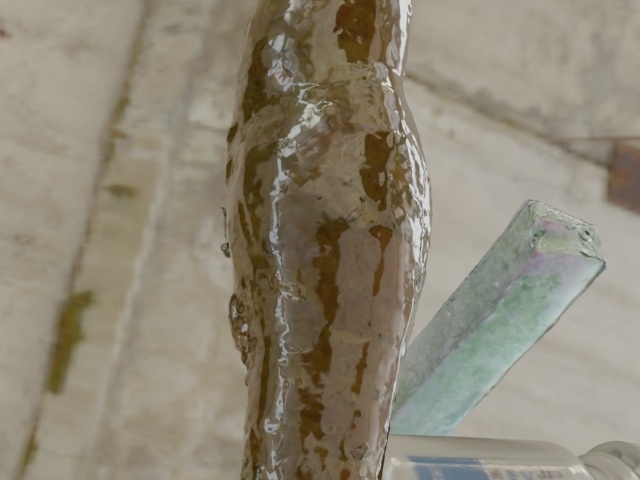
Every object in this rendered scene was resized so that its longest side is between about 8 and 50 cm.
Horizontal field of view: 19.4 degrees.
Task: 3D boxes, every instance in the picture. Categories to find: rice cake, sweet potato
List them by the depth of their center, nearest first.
[{"bbox_3d":[0.000,0.000,0.546,0.067,0.067,0.274,20,-114,-35],"label":"sweet potato"},{"bbox_3d":[0.056,0.067,0.903,0.043,0.034,0.211,25,-63,-30],"label":"rice cake"}]

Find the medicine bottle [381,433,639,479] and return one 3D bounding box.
[{"bbox_3d":[0.081,0.132,0.771,0.168,0.105,0.105,5,-91,-25],"label":"medicine bottle"}]
